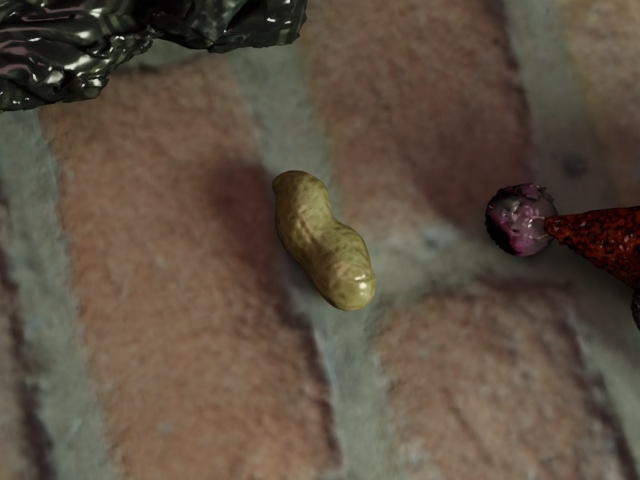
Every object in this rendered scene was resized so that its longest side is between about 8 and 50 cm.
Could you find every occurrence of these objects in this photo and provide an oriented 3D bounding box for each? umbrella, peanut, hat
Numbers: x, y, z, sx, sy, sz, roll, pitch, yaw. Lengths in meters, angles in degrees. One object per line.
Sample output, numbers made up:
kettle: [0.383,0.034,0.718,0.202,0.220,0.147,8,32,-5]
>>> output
umbrella: [-0.131,-0.142,0.934,0.337,0.128,0.154,-18,70,-11]
peanut: [0.000,0.000,0.942,0.037,0.037,0.083,-29,75,-10]
hat: [0.189,0.001,0.905,0.227,0.140,0.129,11,60,17]
